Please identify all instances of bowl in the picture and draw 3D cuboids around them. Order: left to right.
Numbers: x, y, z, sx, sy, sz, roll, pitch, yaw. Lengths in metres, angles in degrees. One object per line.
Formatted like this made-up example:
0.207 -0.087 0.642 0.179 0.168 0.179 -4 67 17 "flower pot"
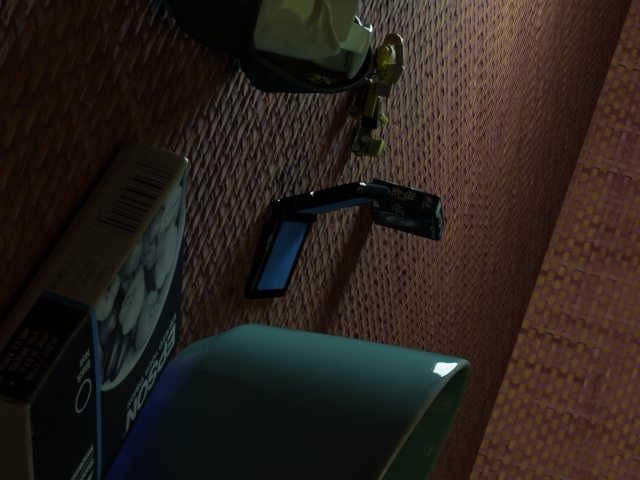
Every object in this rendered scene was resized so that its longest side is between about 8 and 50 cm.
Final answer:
-0.047 0.176 1.239 0.311 0.163 0.311 -59 169 -18 "bowl"

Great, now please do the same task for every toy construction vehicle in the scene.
0.052 -0.122 1.677 0.086 0.035 0.098 46 61 -77 "toy construction vehicle"

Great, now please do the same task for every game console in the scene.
0.000 0.000 1.526 0.122 0.107 0.071 0 78 -79 "game console"

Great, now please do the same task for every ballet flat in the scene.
-0.018 -0.143 1.167 0.280 0.096 0.095 25 82 -78 "ballet flat"

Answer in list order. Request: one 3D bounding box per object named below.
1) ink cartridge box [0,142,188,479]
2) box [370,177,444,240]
-0.132 0.087 1.088 0.206 0.045 0.208 -63 165 -44 "ink cartridge box"
0.082 -0.029 1.867 0.083 0.067 0.018 75 33 -70 "box"
